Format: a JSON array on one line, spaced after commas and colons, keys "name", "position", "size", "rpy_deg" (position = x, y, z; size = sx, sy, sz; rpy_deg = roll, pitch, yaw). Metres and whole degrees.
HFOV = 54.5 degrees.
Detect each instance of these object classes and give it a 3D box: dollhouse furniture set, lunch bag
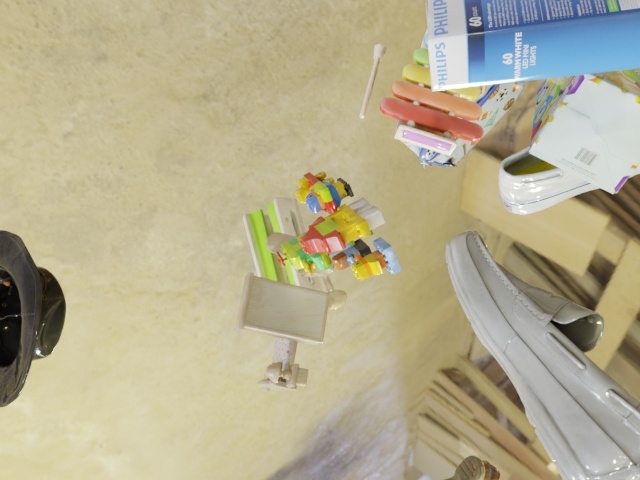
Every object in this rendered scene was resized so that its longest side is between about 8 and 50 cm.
[{"name": "dollhouse furniture set", "position": [-0.116, 0.166, 1.380], "size": [0.173, 0.303, 0.355], "rpy_deg": [15, 161, -13]}, {"name": "lunch bag", "position": [0.333, -0.305, 1.482], "size": [0.303, 0.115, 0.243], "rpy_deg": [-51, 156, 21]}]

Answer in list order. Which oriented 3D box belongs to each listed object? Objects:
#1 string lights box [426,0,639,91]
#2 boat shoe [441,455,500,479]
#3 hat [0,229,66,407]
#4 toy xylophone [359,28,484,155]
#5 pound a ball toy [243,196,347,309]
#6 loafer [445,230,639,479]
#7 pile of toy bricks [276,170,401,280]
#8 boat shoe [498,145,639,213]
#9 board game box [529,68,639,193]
[{"name": "string lights box", "position": [0.253, -0.254, 0.706], "size": [0.259, 0.133, 0.077], "rpy_deg": [-3, 142, 14]}, {"name": "boat shoe", "position": [0.244, 0.445, 1.083], "size": [0.060, 0.064, 0.178], "rpy_deg": [23, 122, -18]}, {"name": "hat", "position": [-0.581, 0.148, 1.204], "size": [0.331, 0.331, 0.134], "rpy_deg": [-55, 151, 16]}, {"name": "toy xylophone", "position": [0.208, -0.308, 1.251], "size": [0.236, 0.323, 0.081], "rpy_deg": [11, 153, -2]}, {"name": "pound a ball toy", "position": [-0.051, 0.046, 1.603], "size": [0.208, 0.319, 0.135], "rpy_deg": [-25, 165, 31]}, {"name": "loafer", "position": [0.231, 0.102, 0.628], "size": [0.111, 0.320, 0.112], "rpy_deg": [-37, 140, 14]}, {"name": "pile of toy bricks", "position": [0.000, 0.000, 0.698], "size": [0.105, 0.212, 0.118], "rpy_deg": [-28, 114, -7]}, {"name": "boat shoe", "position": [0.513, -0.193, 1.204], "size": [0.367, 0.136, 0.156], "rpy_deg": [-23, 137, 7]}, {"name": "board game box", "position": [0.436, -0.221, 0.979], "size": [0.142, 0.144, 0.275], "rpy_deg": [-66, 177, 38]}]
